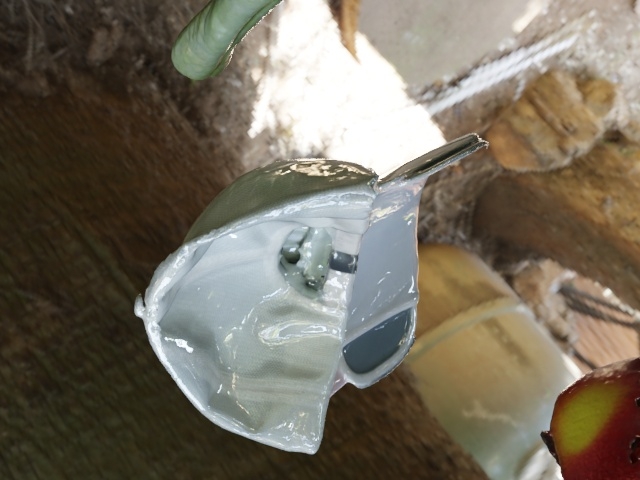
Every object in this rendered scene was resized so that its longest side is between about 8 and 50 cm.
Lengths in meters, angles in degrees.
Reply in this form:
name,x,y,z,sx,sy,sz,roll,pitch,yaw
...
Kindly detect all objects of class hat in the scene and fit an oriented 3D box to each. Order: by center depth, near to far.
name,x,y,z,sx,sy,sz,roll,pitch,yaw
hat,0.000,0.000,0.658,0.226,0.164,0.219,-64,171,-53

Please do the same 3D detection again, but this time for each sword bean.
name,x,y,z,sx,sy,sz,roll,pitch,yaw
sword bean,-0.021,-0.141,0.512,0.043,0.038,0.269,-37,-176,-31

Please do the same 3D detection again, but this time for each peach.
name,x,y,z,sx,sy,sz,roll,pitch,yaw
peach,0.293,0.151,0.712,0.189,0.279,0.068,-52,145,-43
